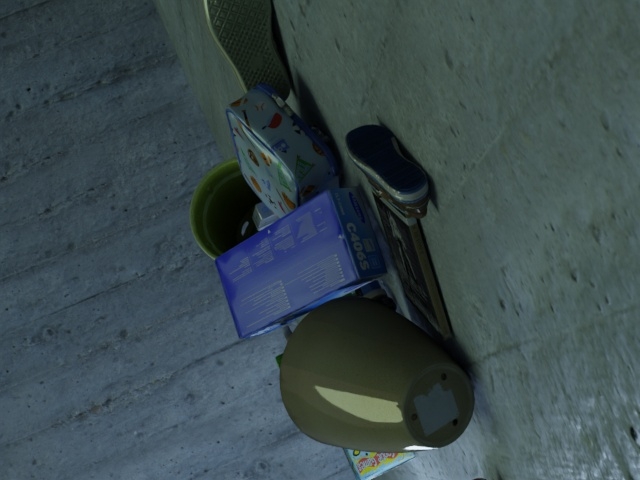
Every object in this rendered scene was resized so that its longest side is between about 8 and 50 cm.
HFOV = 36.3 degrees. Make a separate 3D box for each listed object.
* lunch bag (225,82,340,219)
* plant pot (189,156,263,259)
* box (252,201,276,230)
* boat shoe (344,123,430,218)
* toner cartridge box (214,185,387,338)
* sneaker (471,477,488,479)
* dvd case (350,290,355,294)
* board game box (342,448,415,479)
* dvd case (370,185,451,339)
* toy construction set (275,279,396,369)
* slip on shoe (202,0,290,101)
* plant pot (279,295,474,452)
[{"bbox_3d":[-0.072,-0.151,1.818,0.243,0.115,0.303,48,165,19],"label":"lunch bag"},{"bbox_3d":[-0.157,-0.041,2.441,0.276,0.276,0.254,64,-177,18],"label":"plant pot"},{"bbox_3d":[-0.070,-0.075,2.057,0.186,0.145,0.038,139,107,-82],"label":"box"},{"bbox_3d":[0.085,-0.089,1.294,0.183,0.066,0.066,-122,11,-48],"label":"boat shoe"},{"bbox_3d":[-0.044,0.046,1.742,0.348,0.075,0.165,-29,76,44],"label":"toner cartridge box"},{"bbox_3d":[0.261,0.456,1.605,0.092,0.088,0.225,-120,10,-45],"label":"sneaker"},{"bbox_3d":[0.060,0.107,2.192,0.119,0.013,0.087,85,160,-64],"label":"dvd case"},{"bbox_3d":[0.101,0.427,2.356,0.144,0.142,0.275,103,143,-76],"label":"board game box"},{"bbox_3d":[0.134,0.023,1.465,0.164,0.018,0.221,-127,15,-64],"label":"dvd case"},{"bbox_3d":[0.054,0.248,1.829,0.257,0.237,0.308,105,141,-77],"label":"toy construction set"},{"bbox_3d":[-0.139,-0.386,1.770,0.331,0.123,0.101,69,177,-48],"label":"slip on shoe"},{"bbox_3d":[0.110,0.232,1.532,0.274,0.256,0.256,10,124,61],"label":"plant pot"}]
